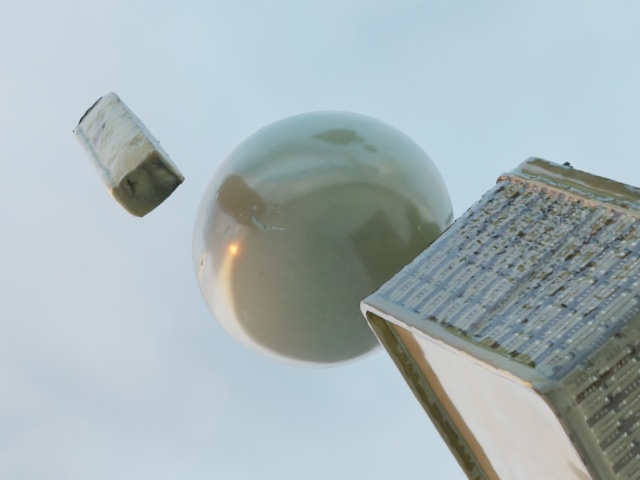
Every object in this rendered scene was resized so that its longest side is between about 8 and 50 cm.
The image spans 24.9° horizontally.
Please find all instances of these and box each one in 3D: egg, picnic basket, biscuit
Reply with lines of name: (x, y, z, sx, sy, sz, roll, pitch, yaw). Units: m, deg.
egg: (0.000, 0.000, 1.252, 0.219, 0.219, 0.269, 15, -36, -21)
picnic basket: (0.205, 0.120, 0.957, 0.175, 0.228, 0.312, -40, -62, -15)
biscuit: (-0.163, -0.072, 1.198, 0.056, 0.188, 0.052, -42, -63, -1)

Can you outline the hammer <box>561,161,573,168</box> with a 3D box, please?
hammer: (0.306, -0.037, 1.507, 0.201, 0.078, 0.021, 12, -19, 42)
